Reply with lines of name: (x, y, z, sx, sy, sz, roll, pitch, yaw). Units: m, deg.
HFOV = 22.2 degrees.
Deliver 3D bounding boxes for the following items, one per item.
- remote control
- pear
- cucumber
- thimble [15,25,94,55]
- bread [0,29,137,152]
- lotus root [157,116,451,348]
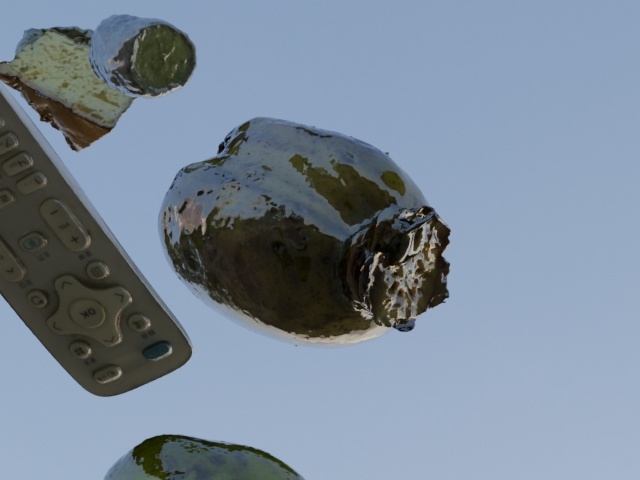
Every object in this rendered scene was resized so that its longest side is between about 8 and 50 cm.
remote control: (-0.151, -0.013, 0.853, 0.073, 0.044, 0.229, -27, -64, 18)
pear: (-0.046, 0.143, 0.738, 0.107, 0.131, 0.107, -17, -41, -16)
cucumber: (-0.140, -0.139, 1.239, 0.064, 0.064, 0.112, 62, -18, -21)
thimble: (-0.244, -0.162, 1.550, 0.110, 0.084, 0.062, 23, -50, 40)
bread: (-0.216, -0.147, 1.444, 0.109, 0.084, 0.080, 45, -31, -11)
lotus root: (0.001, 0.002, 1.064, 0.278, 0.154, 0.154, 15, -48, 53)
